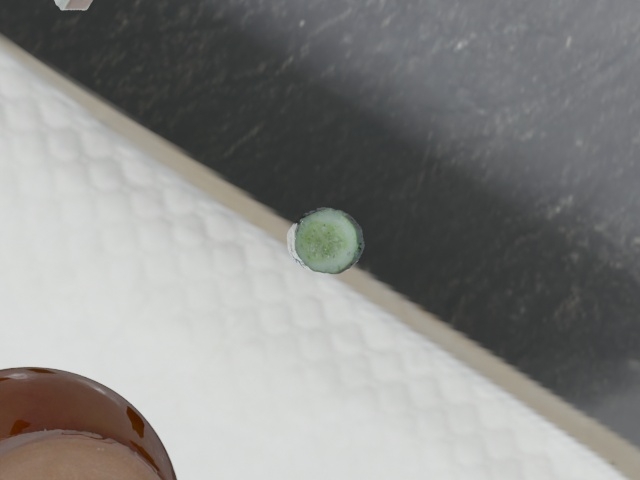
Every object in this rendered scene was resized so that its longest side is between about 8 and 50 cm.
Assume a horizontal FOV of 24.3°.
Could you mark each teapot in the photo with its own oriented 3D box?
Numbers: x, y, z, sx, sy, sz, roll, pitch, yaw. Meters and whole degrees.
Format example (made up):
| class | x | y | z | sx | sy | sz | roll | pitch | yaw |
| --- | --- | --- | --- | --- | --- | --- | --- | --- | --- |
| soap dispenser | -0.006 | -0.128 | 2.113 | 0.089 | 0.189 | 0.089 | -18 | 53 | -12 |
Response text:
| class | x | y | z | sx | sy | sz | roll | pitch | yaw |
| --- | --- | --- | --- | --- | --- | --- | --- | --- | --- |
| teapot | -0.104 | 0.096 | 0.519 | 0.173 | 0.116 | 0.116 | 14 | 142 | -28 |

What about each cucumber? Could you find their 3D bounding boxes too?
| class | x | y | z | sx | sy | sz | roll | pitch | yaw |
| --- | --- | --- | --- | --- | --- | --- | --- | --- | --- |
| cucumber | 0.000 | 0.000 | 0.715 | 0.032 | 0.032 | 0.133 | 25 | 179 | -3 |

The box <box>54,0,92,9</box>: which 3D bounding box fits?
| class | x | y | z | sx | sy | sz | roll | pitch | yaw |
| --- | --- | --- | --- | --- | --- | --- | --- | --- | --- |
| box | -0.189 | -0.284 | 1.221 | 0.036 | 0.115 | 0.177 | -4 | 157 | -31 |
